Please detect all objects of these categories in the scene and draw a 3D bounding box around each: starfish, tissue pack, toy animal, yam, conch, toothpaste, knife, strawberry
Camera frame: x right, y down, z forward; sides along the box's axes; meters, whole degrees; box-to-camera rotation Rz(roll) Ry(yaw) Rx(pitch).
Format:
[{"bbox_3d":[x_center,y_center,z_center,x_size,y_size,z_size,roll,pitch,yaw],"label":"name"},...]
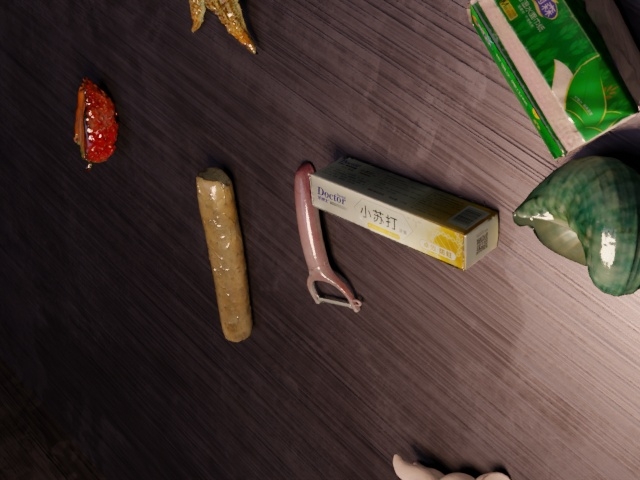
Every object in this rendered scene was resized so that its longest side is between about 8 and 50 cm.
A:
[{"bbox_3d":[-0.214,-0.493,1.571,0.358,0.078,0.347,35,138,31],"label":"starfish"},{"bbox_3d":[0.291,-0.219,1.098,0.156,0.148,0.209,-30,86,13],"label":"tissue pack"},{"bbox_3d":[0.217,0.447,1.615,0.221,0.104,0.130,-3,81,51],"label":"toy animal"},{"bbox_3d":[-0.188,0.032,1.860,0.083,0.083,0.371,23,130,40],"label":"yam"},{"bbox_3d":[0.356,-0.016,1.155,0.202,0.134,0.196,45,-179,13],"label":"conch"},{"bbox_3d":[0.121,-0.050,1.439,0.313,0.089,0.071,25,135,38],"label":"toothpaste"},{"bbox_3d":[-0.001,0.000,1.647,0.123,0.053,0.278,5,117,42],"label":"knife"},{"bbox_3d":[-0.484,-0.248,2.023,0.140,0.085,0.192,170,96,-67],"label":"strawberry"}]
